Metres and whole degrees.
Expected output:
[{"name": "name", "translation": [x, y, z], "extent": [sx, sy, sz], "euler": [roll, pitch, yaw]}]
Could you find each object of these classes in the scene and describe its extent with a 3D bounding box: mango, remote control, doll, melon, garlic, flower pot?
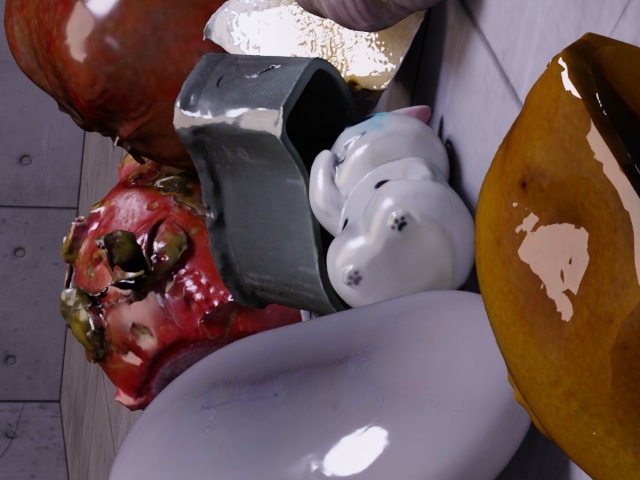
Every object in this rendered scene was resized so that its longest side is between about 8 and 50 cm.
[{"name": "mango", "translation": [0.156, 0.031, 0.882], "extent": [0.166, 0.136, 0.236], "euler": [-57, 45, 44]}, {"name": "remote control", "translation": [-0.004, 0.129, 1.262], "extent": [0.103, 0.332, 0.221], "euler": [59, -146, -26]}, {"name": "doll", "translation": [0.052, -0.024, 1.379], "extent": [0.110, 0.107, 0.181], "euler": [-49, 33, 23]}, {"name": "melon", "translation": [0.013, -0.148, 1.513], "extent": [0.139, 0.202, 0.093], "euler": [34, -120, -58]}, {"name": "garlic", "translation": [0.043, -0.218, 1.394], "extent": [0.102, 0.159, 0.147], "euler": [51, -132, -43]}, {"name": "flower pot", "translation": [-0.029, -0.041, 1.483], "extent": [0.103, 0.108, 0.229], "euler": [-53, -42, -41]}]

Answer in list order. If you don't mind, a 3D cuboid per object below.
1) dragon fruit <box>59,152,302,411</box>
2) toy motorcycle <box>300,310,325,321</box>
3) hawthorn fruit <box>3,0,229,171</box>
[{"name": "dragon fruit", "translation": [-0.125, 0.021, 1.814], "extent": [0.250, 0.269, 0.291], "euler": [121, 145, -46]}, {"name": "toy motorcycle", "translation": [-0.001, 0.000, 1.646], "extent": [0.122, 0.082, 0.213], "euler": [130, 138, -70]}, {"name": "hawthorn fruit", "translation": [-0.121, -0.219, 1.682], "extent": [0.308, 0.308, 0.325], "euler": [133, 147, -70]}]
